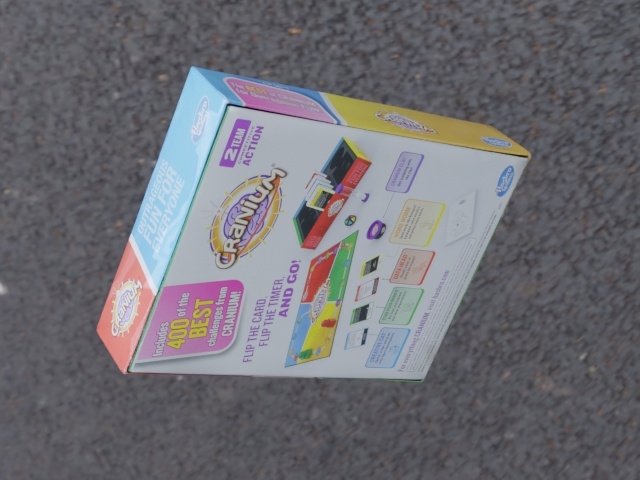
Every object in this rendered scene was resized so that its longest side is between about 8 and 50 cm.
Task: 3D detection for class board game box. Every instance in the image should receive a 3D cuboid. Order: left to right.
[{"bbox_3d":[0.000,0.000,1.062,0.064,0.316,0.242,46,120,46],"label":"board game box"}]
